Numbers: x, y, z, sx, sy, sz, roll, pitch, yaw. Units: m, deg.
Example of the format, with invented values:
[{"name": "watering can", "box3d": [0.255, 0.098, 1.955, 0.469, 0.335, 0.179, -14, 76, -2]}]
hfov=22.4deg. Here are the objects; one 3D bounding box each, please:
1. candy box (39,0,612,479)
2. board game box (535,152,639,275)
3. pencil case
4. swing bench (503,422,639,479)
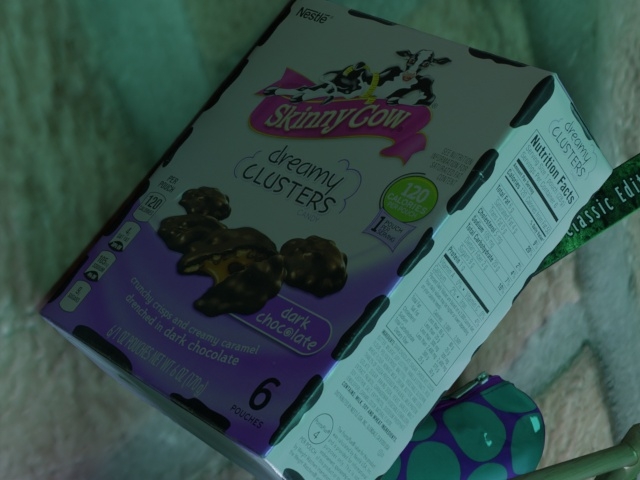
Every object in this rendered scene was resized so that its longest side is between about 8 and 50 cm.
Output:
[{"name": "candy box", "box3d": [0.000, 0.000, 0.697, 0.196, 0.165, 0.070, -52, 134, -13]}, {"name": "board game box", "box3d": [0.089, 0.016, 0.830, 0.260, 0.030, 0.136, -29, 173, -31]}, {"name": "pencil case", "box3d": [0.049, 0.117, 0.878, 0.152, 0.064, 0.070, -12, 100, -38]}, {"name": "swing bench", "box3d": [0.059, 0.244, 0.860, 0.253, 0.165, 0.255, -7, 152, -43]}]
